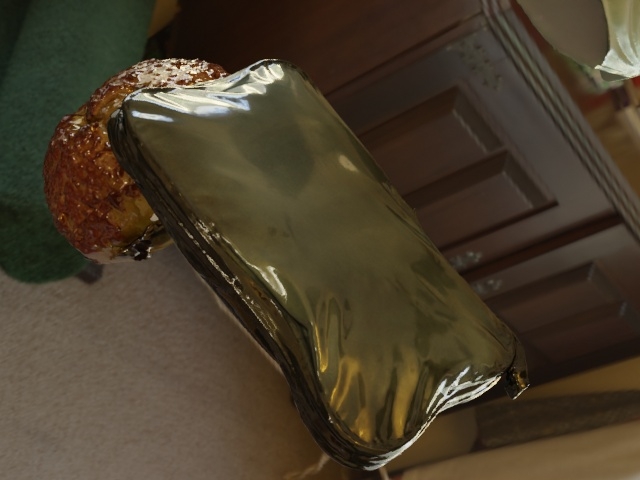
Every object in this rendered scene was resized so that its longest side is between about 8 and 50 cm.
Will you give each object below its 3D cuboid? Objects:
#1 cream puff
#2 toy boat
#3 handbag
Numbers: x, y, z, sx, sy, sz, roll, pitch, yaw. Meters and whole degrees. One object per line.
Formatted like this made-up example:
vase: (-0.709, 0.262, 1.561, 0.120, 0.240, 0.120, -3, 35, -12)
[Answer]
cream puff: (-0.154, -0.082, 0.799, 0.164, 0.239, 0.240, 67, 26, -19)
toy boat: (0.304, -0.308, 1.004, 0.100, 0.199, 0.290, -43, 106, -24)
handbag: (0.002, 0.002, 0.611, 0.191, 0.075, 0.332, -24, 69, -42)
